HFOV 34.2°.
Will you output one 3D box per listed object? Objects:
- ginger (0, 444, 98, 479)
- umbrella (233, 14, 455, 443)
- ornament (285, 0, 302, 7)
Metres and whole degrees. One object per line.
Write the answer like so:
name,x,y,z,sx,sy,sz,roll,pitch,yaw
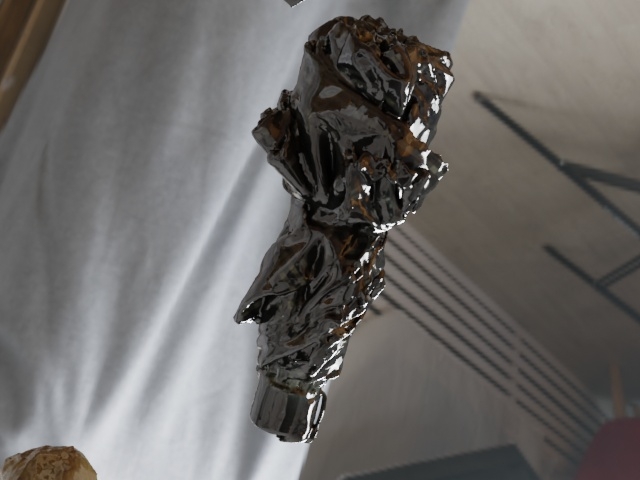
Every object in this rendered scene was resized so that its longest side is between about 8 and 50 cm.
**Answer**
ginger,-0.082,0.192,0.531,0.149,0.258,0.065,-18,132,-23
umbrella,-0.009,-0.007,0.804,0.154,0.336,0.128,40,-153,31
ornament,-0.029,-0.423,1.234,0.153,0.196,0.166,-25,139,30
